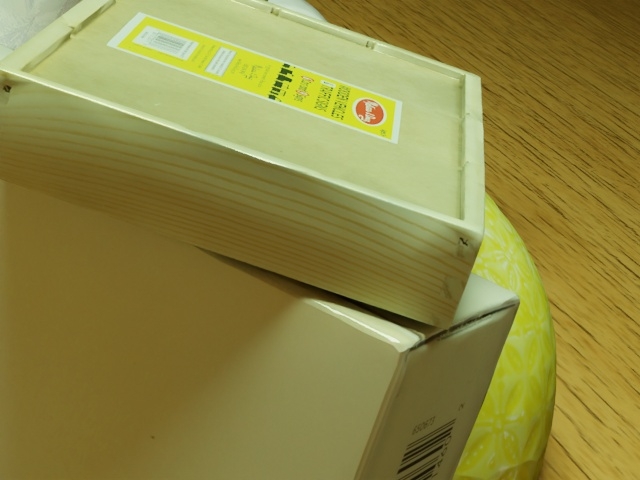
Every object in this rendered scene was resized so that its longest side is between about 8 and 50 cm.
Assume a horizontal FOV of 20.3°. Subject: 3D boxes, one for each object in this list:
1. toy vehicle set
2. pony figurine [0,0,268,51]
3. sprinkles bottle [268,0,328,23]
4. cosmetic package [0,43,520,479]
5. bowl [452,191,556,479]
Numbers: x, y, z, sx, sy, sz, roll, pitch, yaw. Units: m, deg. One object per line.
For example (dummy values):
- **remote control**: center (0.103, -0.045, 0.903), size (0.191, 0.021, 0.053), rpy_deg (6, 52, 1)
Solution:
- **toy vehicle set**: center (-0.020, -0.049, 0.691), size (0.166, 0.035, 0.267), rpy_deg (19, 17, 0)
- **pony figurine**: center (-0.074, -0.156, 1.077), size (0.363, 0.351, 0.303), rpy_deg (32, 12, -31)
- **sprinkles bottle**: center (-0.072, -0.167, 1.385), size (0.121, 0.121, 0.355), rpy_deg (13, 18, -18)
- **cosmetic package**: center (-0.099, 0.033, 0.684), size (0.309, 0.160, 0.113), rpy_deg (25, 18, 21)
- **bowl**: center (0.000, 0.000, 0.894), size (0.289, 0.156, 0.289), rpy_deg (17, 17, -5)
